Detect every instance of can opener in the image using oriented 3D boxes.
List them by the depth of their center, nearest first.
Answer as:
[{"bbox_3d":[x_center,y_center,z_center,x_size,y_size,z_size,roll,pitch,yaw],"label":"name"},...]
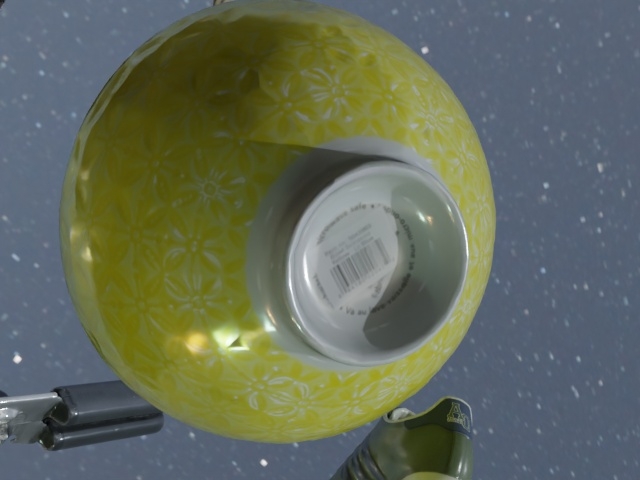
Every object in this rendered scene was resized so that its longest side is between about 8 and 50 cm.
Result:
[{"bbox_3d":[-0.285,0.173,1.245,0.095,0.283,0.076,49,-61,29],"label":"can opener"}]

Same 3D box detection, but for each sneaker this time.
[{"bbox_3d":[0.057,0.169,0.865,0.192,0.064,0.086,-36,-146,56],"label":"sneaker"}]

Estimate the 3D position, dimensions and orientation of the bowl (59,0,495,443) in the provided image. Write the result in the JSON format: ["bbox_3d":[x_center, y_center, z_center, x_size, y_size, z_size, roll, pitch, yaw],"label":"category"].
[{"bbox_3d":[0.000,0.000,0.694,0.289,0.289,0.156,-46,-156,-9],"label":"bowl"}]

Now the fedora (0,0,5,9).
[{"bbox_3d":[-0.387,-0.328,1.210,0.124,0.244,0.275,6,-107,37],"label":"fedora"}]

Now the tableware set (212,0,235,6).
[{"bbox_3d":[-0.059,-0.192,1.227,0.020,0.169,0.141,-7,-92,40],"label":"tableware set"}]
